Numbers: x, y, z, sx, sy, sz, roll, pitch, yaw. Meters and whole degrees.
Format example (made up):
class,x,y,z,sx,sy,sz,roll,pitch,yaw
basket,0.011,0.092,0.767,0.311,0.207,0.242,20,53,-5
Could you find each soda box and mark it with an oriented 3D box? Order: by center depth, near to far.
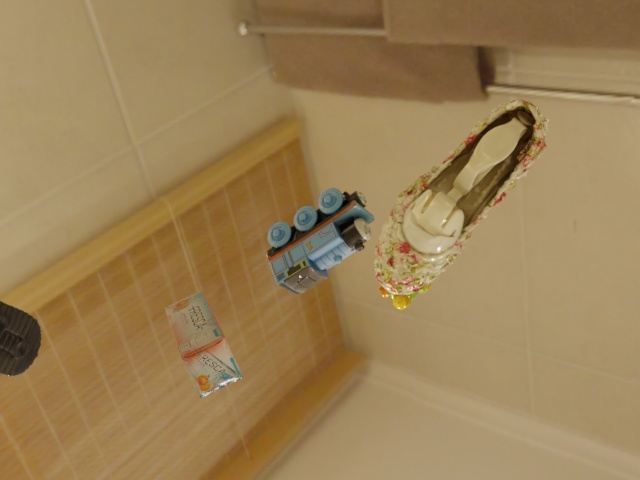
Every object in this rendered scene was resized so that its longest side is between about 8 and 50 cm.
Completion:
class,x,y,z,sx,sy,sz,roll,pitch,yaw
soda box,-0.151,0.126,0.989,0.058,0.062,0.183,-24,-160,-9

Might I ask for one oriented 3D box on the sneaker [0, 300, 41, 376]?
class,x,y,z,sx,sy,sz,roll,pitch,yaw
sneaker,-0.485,0.071,0.944,0.131,0.319,0.112,7,-122,27

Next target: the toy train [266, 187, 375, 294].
class,x,y,z,sx,sy,sz,roll,pitch,yaw
toy train,0.000,0.000,1.191,0.184,0.080,0.105,-32,-122,16

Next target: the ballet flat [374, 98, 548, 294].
class,x,y,z,sx,sy,sz,roll,pitch,yaw
ballet flat,0.135,-0.051,0.772,0.091,0.077,0.241,38,-94,11

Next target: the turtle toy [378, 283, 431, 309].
class,x,y,z,sx,sy,sz,roll,pitch,yaw
turtle toy,0.124,0.039,1.191,0.066,0.130,0.095,13,-155,31
